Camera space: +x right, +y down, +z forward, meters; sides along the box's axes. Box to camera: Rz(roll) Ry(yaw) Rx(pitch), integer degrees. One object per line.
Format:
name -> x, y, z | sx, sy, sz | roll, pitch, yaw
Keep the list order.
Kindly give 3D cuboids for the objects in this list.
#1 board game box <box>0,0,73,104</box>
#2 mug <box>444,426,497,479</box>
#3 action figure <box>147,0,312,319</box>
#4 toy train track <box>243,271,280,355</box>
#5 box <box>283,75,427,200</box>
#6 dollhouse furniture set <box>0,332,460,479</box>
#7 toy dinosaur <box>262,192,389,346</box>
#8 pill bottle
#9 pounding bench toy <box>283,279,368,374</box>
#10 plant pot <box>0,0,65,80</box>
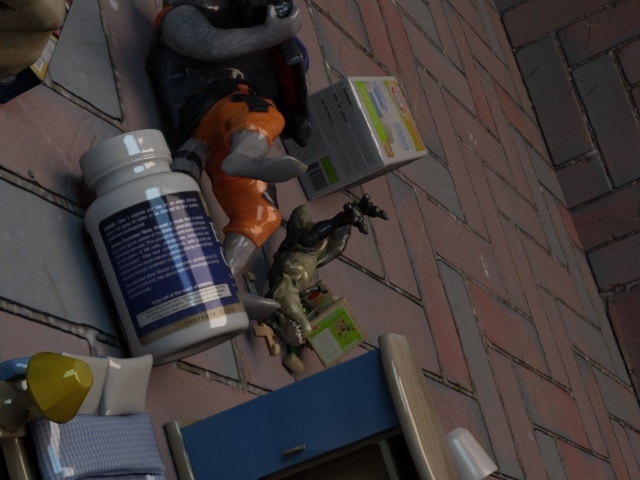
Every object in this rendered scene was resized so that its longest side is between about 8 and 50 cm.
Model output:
board game box -> -0.281, -0.240, 0.957 | 0.243, 0.042, 0.165 | 53, 24, -31
mug -> 0.159, 0.255, 1.500 | 0.062, 0.078, 0.064 | -22, 77, -38
action figure -> -0.093, -0.146, 1.143 | 0.341, 0.178, 0.330 | 82, -5, -51
toy train track -> -0.053, 0.068, 1.223 | 0.048, 0.014, 0.083 | 9, 58, -67
box -> 0.040, -0.126, 1.544 | 0.114, 0.103, 0.203 | 67, 20, 1
dollhouse furniture set -> -0.046, 0.193, 0.829 | 0.303, 0.198, 0.286 | 18, 51, -63
toy dinosaur -> 0.000, 0.000, 1.256 | 0.064, 0.118, 0.268 | 52, 19, -18
pill bottle -> -0.125, 0.005, 0.993 | 0.094, 0.094, 0.169 | 0, 68, -68
pounding bench toy -> -0.010, 0.089, 1.260 | 0.052, 0.083, 0.065 | 58, -10, -26
plant pot -> -0.259, -0.243, 0.674 | 0.334, 0.334, 0.305 | 12, 67, -66
